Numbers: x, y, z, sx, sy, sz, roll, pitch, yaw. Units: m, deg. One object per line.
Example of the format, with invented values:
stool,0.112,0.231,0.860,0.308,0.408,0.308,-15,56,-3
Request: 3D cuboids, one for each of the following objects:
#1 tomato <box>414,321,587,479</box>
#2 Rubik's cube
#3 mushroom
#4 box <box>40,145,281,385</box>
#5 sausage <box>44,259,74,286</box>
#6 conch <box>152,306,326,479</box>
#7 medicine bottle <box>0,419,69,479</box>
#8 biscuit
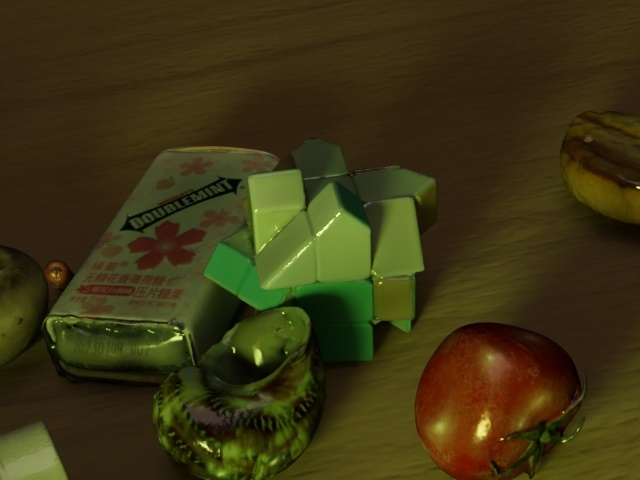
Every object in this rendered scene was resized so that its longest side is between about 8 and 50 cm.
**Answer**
tomato,0.169,0.150,1.181,0.167,0.167,0.167,-7,34,5
Rubik's cube,0.000,0.000,1.376,0.265,0.212,0.224,-4,37,0
mushroom,-0.431,0.049,1.434,0.207,0.215,0.207,-10,24,4
box,-0.179,0.024,1.495,0.190,0.112,0.369,1,35,17
sausage,-0.315,0.044,1.476,0.029,0.029,0.223,-17,-2,-10
conch,-0.084,0.167,1.249,0.182,0.124,0.187,-6,39,15
medicine bottle,-0.355,0.276,1.150,0.252,0.144,0.144,-19,35,-17
biscuit,0.422,-0.086,1.513,0.274,0.091,0.213,17,40,32
